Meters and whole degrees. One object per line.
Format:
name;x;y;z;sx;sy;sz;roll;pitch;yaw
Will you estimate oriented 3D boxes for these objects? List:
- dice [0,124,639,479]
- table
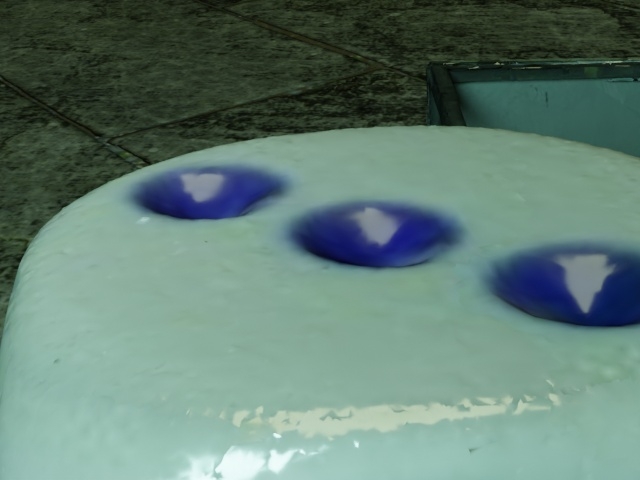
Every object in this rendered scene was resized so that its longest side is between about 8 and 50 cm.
dice;0.032;0.133;0.488;0.304;0.304;0.277;-6;27;-6
table;0.261;-0.004;0.843;0.335;0.222;0.272;-2;25;2
